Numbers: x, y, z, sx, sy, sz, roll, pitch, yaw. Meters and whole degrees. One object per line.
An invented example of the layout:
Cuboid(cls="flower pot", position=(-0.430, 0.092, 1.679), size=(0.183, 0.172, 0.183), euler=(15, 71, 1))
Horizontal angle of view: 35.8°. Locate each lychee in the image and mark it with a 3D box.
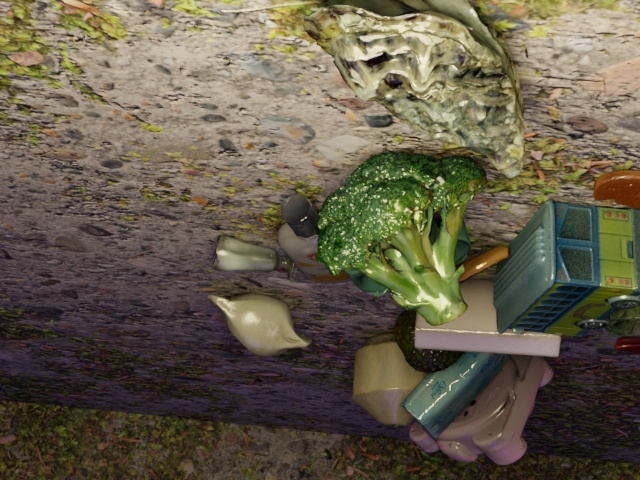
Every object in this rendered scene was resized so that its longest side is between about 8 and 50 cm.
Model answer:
Cuboid(cls="lychee", position=(0.243, 0.199, 2.100), size=(0.171, 0.171, 0.171), euler=(5, 159, 2))

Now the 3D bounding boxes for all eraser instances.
Cuboid(cls="eraser", position=(0.320, 0.143, 1.901), size=(0.270, 0.174, 0.095), euler=(2, 126, 9))

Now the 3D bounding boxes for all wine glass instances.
Cuboid(cls="wine glass", position=(-0.124, 0.035, 1.874), size=(0.155, 0.072, 0.072), euler=(9, 159, -10))

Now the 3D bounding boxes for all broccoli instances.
Cuboid(cls="broccoli", position=(0.139, -0.007, 1.461), size=(0.269, 0.269, 0.254), euler=(-6, -167, 28))

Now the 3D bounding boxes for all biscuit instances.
Cuboid(cls="biscuit", position=(0.249, 0.063, 1.792), size=(0.144, 0.033, 0.224), euler=(-26, 173, -13))
Cuboid(cls="biscuit", position=(0.476, -0.078, 1.487), size=(0.130, 0.019, 0.102), euler=(9, 158, -6))

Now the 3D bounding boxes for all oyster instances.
Cuboid(cls="oyster", position=(0.133, -0.190, 1.142), size=(0.351, 0.158, 0.162), euler=(37, 180, -32))

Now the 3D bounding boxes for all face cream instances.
Cuboid(cls="face cream", position=(0.000, 0.000, 1.747), size=(0.143, 0.071, 0.291), euler=(-7, 156, 12))

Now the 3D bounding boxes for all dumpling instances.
Cuboid(cls="dumpling", position=(-0.146, 0.178, 2.196), size=(0.252, 0.132, 0.179), euler=(23, 179, -16))

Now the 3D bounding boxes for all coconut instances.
Cuboid(cls="coconut", position=(0.176, 0.342, 2.376), size=(0.202, 0.222, 0.202), euler=(2, 155, 1))

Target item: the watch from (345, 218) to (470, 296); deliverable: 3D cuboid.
Cuboid(cls="watch", position=(0.143, 0.023, 1.710), size=(0.195, 0.068, 0.237), euler=(8, 148, -43))

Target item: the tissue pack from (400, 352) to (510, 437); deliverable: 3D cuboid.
Cuboid(cls="tissue pack", position=(0.310, 0.317, 2.240), size=(0.089, 0.263, 0.177), euler=(40, 175, 28))

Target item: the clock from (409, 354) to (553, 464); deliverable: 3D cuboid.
Cuboid(cls="clock", position=(0.375, 0.390, 2.364), size=(0.113, 0.296, 0.322), euler=(45, 145, -23))

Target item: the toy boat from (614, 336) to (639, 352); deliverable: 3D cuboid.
Cuboid(cls="toy boat", position=(0.799, 0.212, 2.069), size=(0.391, 0.080, 0.136), euler=(8, 161, -9))

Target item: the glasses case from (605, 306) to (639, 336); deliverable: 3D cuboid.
Cuboid(cls="glasses case", position=(0.692, 0.140, 1.937), size=(0.272, 0.062, 0.095), euler=(-5, 150, 25))

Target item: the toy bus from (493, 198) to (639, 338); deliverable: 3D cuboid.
Cuboid(cls="toy bus", position=(0.416, 0.058, 1.675), size=(0.190, 0.152, 0.312), euler=(5, 160, -5))
